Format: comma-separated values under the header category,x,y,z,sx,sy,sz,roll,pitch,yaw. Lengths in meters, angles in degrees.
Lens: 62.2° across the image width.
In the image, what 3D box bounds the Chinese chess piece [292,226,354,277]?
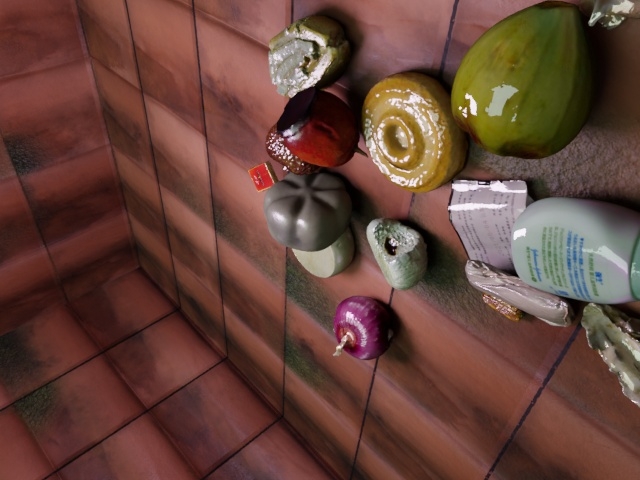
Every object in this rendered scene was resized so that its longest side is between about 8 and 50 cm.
category,x,y,z,sx,sy,sz,roll,pitch,yaw
Chinese chess piece,0.000,0.000,1.737,0.250,0.101,0.250,33,139,35

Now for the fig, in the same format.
category,x,y,z,sx,sy,sz,roll,pitch,yaw
fig,0.361,-0.277,0.917,0.239,0.240,0.271,44,137,23

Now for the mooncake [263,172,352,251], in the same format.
category,x,y,z,sx,sy,sz,roll,pitch,yaw
mooncake,-0.038,-0.099,1.562,0.275,0.275,0.135,38,149,30

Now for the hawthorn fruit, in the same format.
category,x,y,z,sx,sy,sz,roll,pitch,yaw
hawthorn fruit,0.016,-0.280,1.355,0.252,0.189,0.189,19,148,-12

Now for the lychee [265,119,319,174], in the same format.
category,x,y,z,sx,sy,sz,roll,pitch,yaw
lychee,-0.065,-0.281,1.531,0.194,0.195,0.194,33,139,35

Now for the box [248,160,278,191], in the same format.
category,x,y,z,sx,sy,sz,roll,pitch,yaw
box,-0.205,-0.229,1.905,0.133,0.023,0.090,-8,107,55

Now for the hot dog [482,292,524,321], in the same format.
category,x,y,z,sx,sy,sz,roll,pitch,yaw
hot dog,0.454,0.159,1.319,0.122,0.037,0.049,38,154,38

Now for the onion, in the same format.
category,x,y,z,sx,sy,sz,roll,pitch,yaw
onion,0.148,0.282,1.713,0.201,0.201,0.207,-14,72,56

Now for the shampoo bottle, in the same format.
category,x,y,z,sx,sy,sz,roll,pitch,yaw
shampoo bottle,0.545,0.028,0.980,0.350,0.151,0.221,12,130,50

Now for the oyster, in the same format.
category,x,y,z,sx,sy,sz,roll,pitch,yaw
oyster,0.671,0.254,1.035,0.341,0.110,0.166,33,134,39

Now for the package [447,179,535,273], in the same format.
category,x,y,z,sx,sy,sz,roll,pitch,yaw
package,0.401,-0.022,1.221,0.204,0.062,0.250,9,127,52

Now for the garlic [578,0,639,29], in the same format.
category,x,y,z,sx,sy,sz,roll,pitch,yaw
garlic,0.451,-0.403,0.820,0.174,0.099,0.124,47,130,19

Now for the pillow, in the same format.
category,x,y,z,sx,sy,sz,roll,pitch,yaw
pillow,0.448,0.118,1.211,0.270,0.067,0.173,28,176,39

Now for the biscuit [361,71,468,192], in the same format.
category,x,y,z,sx,sy,sz,roll,pitch,yaw
biscuit,0.210,-0.250,1.263,0.296,0.102,0.296,35,143,33

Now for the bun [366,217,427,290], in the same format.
category,x,y,z,sx,sy,sz,roll,pitch,yaw
bun,0.217,0.027,1.445,0.204,0.127,0.212,141,104,-83

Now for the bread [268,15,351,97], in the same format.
category,x,y,z,sx,sy,sz,roll,pitch,yaw
bread,-0.033,-0.482,1.380,0.257,0.124,0.185,-14,104,55
